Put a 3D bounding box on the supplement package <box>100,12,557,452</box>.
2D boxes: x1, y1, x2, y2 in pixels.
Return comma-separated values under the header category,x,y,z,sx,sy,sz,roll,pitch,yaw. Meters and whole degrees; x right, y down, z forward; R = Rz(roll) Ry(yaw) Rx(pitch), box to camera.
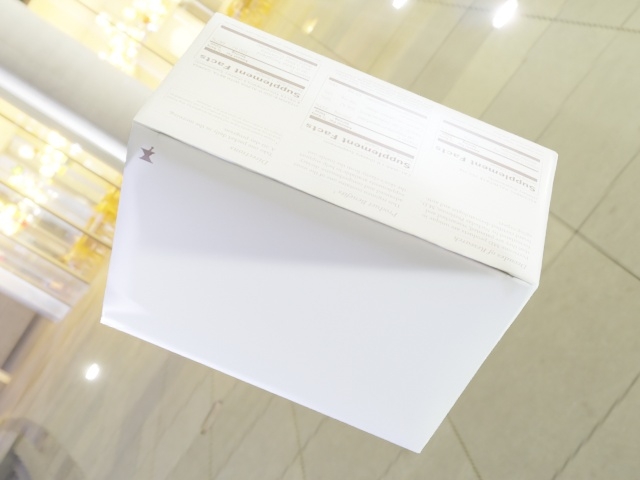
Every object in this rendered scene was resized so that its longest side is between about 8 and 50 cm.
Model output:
category,x,y,z,sx,sy,sz,roll,pitch,yaw
supplement package,0.000,0.000,0.630,0.145,0.262,0.204,-66,-1,-46
